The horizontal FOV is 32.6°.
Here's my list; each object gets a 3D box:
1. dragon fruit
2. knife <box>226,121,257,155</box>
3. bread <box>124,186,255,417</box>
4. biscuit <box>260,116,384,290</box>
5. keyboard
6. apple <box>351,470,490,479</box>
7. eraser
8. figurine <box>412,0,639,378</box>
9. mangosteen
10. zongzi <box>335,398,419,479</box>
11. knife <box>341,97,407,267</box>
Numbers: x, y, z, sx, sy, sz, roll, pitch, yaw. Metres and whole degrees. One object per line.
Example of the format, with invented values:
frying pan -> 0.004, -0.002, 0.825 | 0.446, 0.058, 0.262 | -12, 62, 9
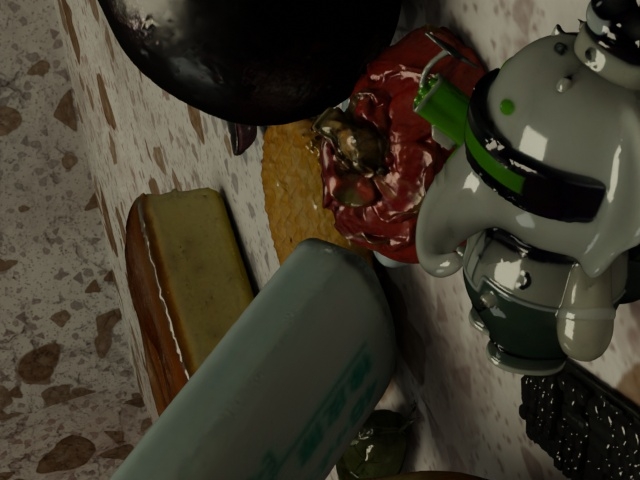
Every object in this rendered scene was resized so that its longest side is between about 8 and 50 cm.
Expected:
dragon fruit -> 0.057, -0.042, 0.671 | 0.083, 0.106, 0.162 | -138, 38, -60
knife -> -0.126, -0.220, 1.208 | 0.278, 0.053, 0.123 | 62, 160, 19
bread -> -0.171, 0.127, 1.529 | 0.323, 0.143, 0.333 | 117, 136, -66
biscuit -> 0.000, 0.000, 1.024 | 0.254, 0.035, 0.253 | 164, 90, -73
keyboard -> 0.170, 0.126, 0.594 | 0.231, 0.023, 0.072 | -140, 40, -63
apple -> 0.041, 0.279, 0.655 | 0.319, 0.319, 0.277 | -178, 75, -73
eraser -> -0.053, 0.158, 0.853 | 0.104, 0.290, 0.189 | 23, 146, 23
figurine -> 0.109, -0.025, 0.497 | 0.147, 0.126, 0.192 | -95, 15, -52
mangosteen -> -0.031, -0.195, 0.693 | 0.250, 0.211, 0.211 | -51, 52, 39
zongzi -> 0.043, 0.159, 1.011 | 0.154, 0.062, 0.130 | 101, 162, -45
knife -> 0.023, -0.128, 0.842 | 0.080, 0.044, 0.331 | 91, 164, -64
